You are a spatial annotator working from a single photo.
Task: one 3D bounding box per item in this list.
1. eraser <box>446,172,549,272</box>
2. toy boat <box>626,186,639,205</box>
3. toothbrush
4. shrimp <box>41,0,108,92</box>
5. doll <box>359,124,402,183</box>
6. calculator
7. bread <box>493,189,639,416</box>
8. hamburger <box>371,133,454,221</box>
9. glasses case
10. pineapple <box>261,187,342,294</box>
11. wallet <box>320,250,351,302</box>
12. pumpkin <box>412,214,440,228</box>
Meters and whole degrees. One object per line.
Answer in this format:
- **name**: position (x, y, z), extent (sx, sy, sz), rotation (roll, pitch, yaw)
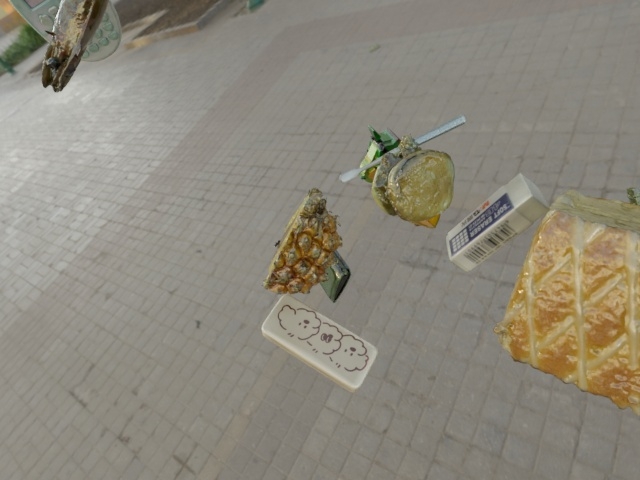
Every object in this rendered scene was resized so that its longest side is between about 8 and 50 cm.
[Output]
- **eraser**: position (0.474, -0.044, 1.131), extent (0.279, 0.081, 0.124), rotation (-48, 18, 35)
- **toy boat**: position (0.764, -0.071, 0.996), extent (0.016, 0.115, 0.063), rotation (-12, 4, 26)
- **toothbrush**: position (0.197, -0.216, 0.971), extent (0.342, 0.025, 0.030), rotation (-27, 7, -4)
- **shrimp**: position (-0.369, -0.379, 0.631), extent (0.169, 0.058, 0.296), rotation (43, 105, 39)
- **doll**: position (0.188, -0.268, 1.313), extent (0.134, 0.186, 0.106), rotation (-3, 42, -26)
- **calculator**: position (-0.587, -0.547, 0.934), extent (0.184, 0.295, 0.042), rotation (-34, 55, -3)
- **bread**: position (0.639, 0.120, 0.924), extent (0.371, 0.391, 0.279), rotation (22, 24, 30)
- **hamburger**: position (0.185, -0.128, 0.858), extent (0.159, 0.185, 0.131), rotation (-12, 20, -18)
- **glasses case**: position (-0.005, 0.303, 1.229), extent (0.336, 0.076, 0.144), rotation (28, 64, 11)
- **pineapple**: position (0.001, -0.002, 1.205), extent (0.286, 0.208, 0.344), rotation (-53, 13, 38)
- **wallet**: position (0.023, 0.092, 1.517), extent (0.055, 0.160, 0.236), rotation (-3, 42, -32)
- **pumpkin**: position (0.221, -0.149, 1.125), extent (0.163, 0.278, 0.111), rotation (21, 79, 52)
